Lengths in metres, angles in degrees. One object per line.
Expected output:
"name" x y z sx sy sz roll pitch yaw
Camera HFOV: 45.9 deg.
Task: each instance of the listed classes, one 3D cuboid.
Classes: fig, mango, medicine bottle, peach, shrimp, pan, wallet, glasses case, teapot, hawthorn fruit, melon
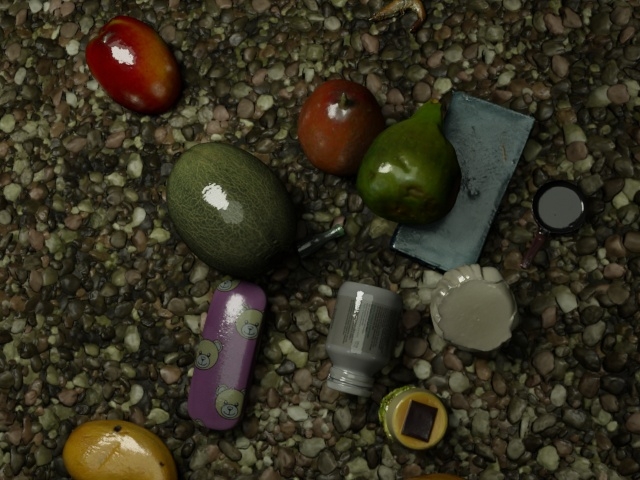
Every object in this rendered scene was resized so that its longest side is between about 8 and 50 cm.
"fig" 0.188 -0.170 1.515 0.206 0.206 0.275 9 62 12
"mango" -0.412 0.462 1.581 0.262 0.109 0.157 19 74 8
"medicine bottle" 0.081 0.200 1.522 0.135 0.135 0.215 12 83 12
"peach" -0.419 -0.393 1.726 0.196 0.226 0.189 -17 38 40
"shrimp" 0.172 -0.499 1.688 0.127 0.025 0.091 -18 79 4
"pan" 0.464 -0.026 1.540 0.115 0.040 0.212 30 79 13
"wallet" 0.296 -0.115 1.585 0.191 0.046 0.378 22 85 13
"glasses case" -0.195 0.239 1.595 0.123 0.076 0.316 10 82 12
"teapot" 0.000 0.000 1.623 0.111 0.043 0.042 -25 76 1
"hawthorn fruit" 0.046 -0.247 1.552 0.200 0.251 0.199 1 73 -2
"melon" -0.189 -0.066 1.570 0.237 0.237 0.301 -43 75 0

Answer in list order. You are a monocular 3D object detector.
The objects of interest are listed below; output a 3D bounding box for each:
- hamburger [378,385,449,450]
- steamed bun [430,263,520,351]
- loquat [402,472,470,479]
"hamburger" 0.186 0.354 1.504 0.141 0.081 0.126 2 82 -2
"steamed bun" 0.302 0.134 1.502 0.183 0.106 0.182 1 98 8
"loquat" 0.216 0.580 1.341 0.329 0.328 0.328 -2 80 10
